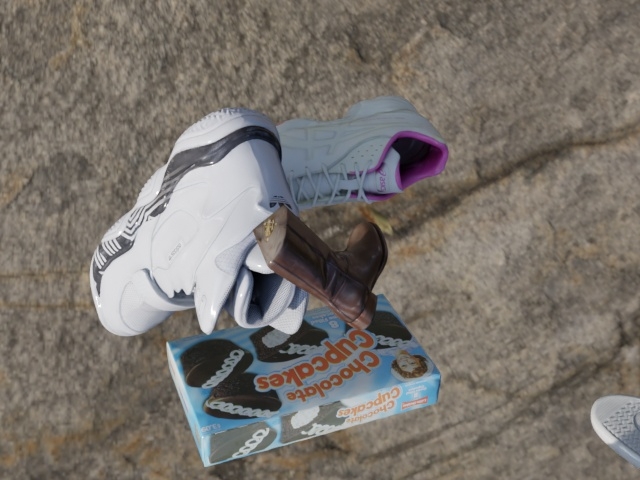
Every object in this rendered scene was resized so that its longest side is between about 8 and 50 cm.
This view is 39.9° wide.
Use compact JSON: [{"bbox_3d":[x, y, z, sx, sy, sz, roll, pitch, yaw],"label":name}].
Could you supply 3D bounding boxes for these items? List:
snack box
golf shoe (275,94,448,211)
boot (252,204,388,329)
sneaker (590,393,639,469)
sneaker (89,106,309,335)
[{"bbox_3d":[-0.025,0.175,1.174,0.322,0.187,0.060,-11,126,-18],"label":"snack box"},{"bbox_3d":[0.021,-0.092,1.098,0.306,0.140,0.115,-25,127,-19],"label":"golf shoe"},{"bbox_3d":[0.000,0.000,0.664,0.037,0.106,0.114,-31,127,33],"label":"boot"},{"bbox_3d":[0.445,0.301,1.107,0.094,0.256,0.151,-48,157,-32],"label":"sneaker"},{"bbox_3d":[-0.139,0.044,0.984,0.137,0.210,0.366,6,137,-40],"label":"sneaker"}]
